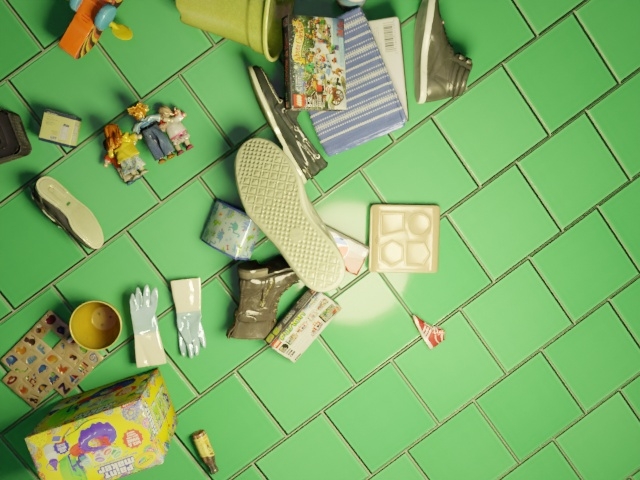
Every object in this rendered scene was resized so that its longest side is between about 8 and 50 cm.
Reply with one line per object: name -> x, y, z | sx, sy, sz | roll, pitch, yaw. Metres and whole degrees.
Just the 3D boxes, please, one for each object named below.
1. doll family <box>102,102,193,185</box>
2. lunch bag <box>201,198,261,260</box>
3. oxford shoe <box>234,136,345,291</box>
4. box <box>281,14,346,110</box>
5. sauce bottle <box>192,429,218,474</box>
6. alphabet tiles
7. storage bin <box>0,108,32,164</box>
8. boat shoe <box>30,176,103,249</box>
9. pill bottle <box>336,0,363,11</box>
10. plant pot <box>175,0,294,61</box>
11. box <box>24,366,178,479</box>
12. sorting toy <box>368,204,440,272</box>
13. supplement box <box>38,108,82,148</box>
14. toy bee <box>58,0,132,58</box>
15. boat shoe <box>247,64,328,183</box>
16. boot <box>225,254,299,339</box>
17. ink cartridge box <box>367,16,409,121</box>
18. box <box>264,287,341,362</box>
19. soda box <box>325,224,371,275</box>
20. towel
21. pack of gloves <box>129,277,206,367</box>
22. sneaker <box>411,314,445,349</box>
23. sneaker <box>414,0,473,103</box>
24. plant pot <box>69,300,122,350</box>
doll family -> -0.469, -0.268, 1.678 | 0.263, 0.118, 0.163 | -31, 97, -1
lunch bag -> -0.244, -0.029, 1.735 | 0.151, 0.096, 0.129 | 24, 93, 23
oxford shoe -> -0.081, -0.062, 1.653 | 0.169, 0.130, 0.449 | -33, 82, 4
box -> -0.015, -0.451, 1.639 | 0.159, 0.044, 0.233 | -6, 97, -27
sauce bottle -> -0.324, 0.602, 1.815 | 0.042, 0.042, 0.128 | -22, 99, -2
alphabet tiles -> -0.756, 0.342, 1.769 | 0.198, 0.009, 0.237 | 45, 91, -8
storage bin -> -0.868, -0.258, 1.663 | 0.180, 0.084, 0.122 | -19, 97, -4
boat shoe -> -0.678, -0.065, 1.714 | 0.079, 0.084, 0.233 | -30, 108, 37
pill bottle -> 0.089, -0.659, 1.667 | 0.087, 0.160, 0.087 | 0, 96, -5
plant pot -> -0.217, -0.615, 1.614 | 0.253, 0.276, 0.276 | 13, 94, 6
box -> -0.552, 0.493, 1.665 | 0.290, 0.279, 0.177 | -18, 97, -3
sorting toy -> 0.236, -0.005, 1.809 | 0.208, 0.038, 0.193 | 0, 96, -9
supplement box -> -0.687, -0.294, 1.688 | 0.083, 0.056, 0.083 | 14, 94, -6
toy bee -> -0.549, -0.602, 1.640 | 0.298, 0.162, 0.195 | -27, 107, 23
boat shoe -> -0.081, -0.321, 1.703 | 0.113, 0.127, 0.340 | -27, 99, -3
boot -> -0.132, 0.165, 1.770 | 0.263, 0.091, 0.229 | -4, 112, -23
ink cartridge box -> 0.110, -0.448, 1.742 | 0.238, 0.060, 0.275 | -4, 97, 14
box -> -0.047, 0.233, 1.781 | 0.207, 0.036, 0.114 | -49, 125, 1
soda box -> 0.000, 0.000, 1.762 | 0.263, 0.083, 0.092 | 27, 92, -6
towel -> 0.065, -0.419, 1.713 | 0.243, 0.040, 0.336 | -21, 91, 16
pack of gloves -> -0.424, 0.223, 1.779 | 0.195, 0.046, 0.232 | -6, 99, -16
sneaker -> 0.313, 0.250, 1.834 | 0.067, 0.042, 0.118 | -31, 105, 3
sneaker -> 0.337, -0.522, 1.735 | 0.146, 0.104, 0.296 | -1, 102, -7
plant pot -> -0.596, 0.220, 1.726 | 0.134, 0.095, 0.134 | -1, 96, -5
